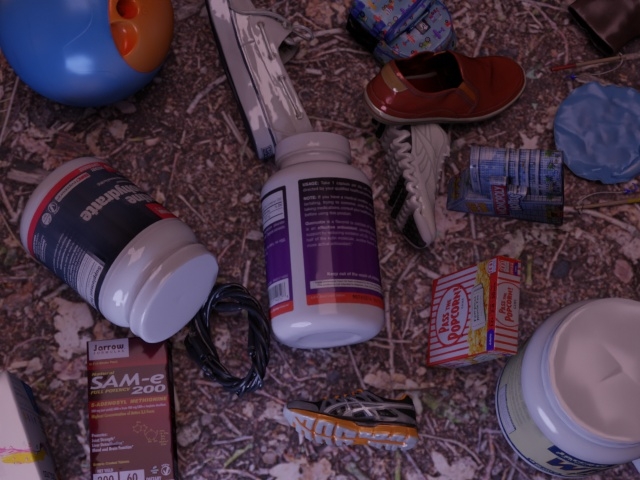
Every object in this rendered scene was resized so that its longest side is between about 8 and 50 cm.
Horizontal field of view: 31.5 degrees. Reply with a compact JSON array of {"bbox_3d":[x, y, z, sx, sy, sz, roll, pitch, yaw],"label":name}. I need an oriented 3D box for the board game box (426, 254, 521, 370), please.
[{"bbox_3d":[0.237,0.116,1.764,0.045,0.193,0.147,13,71,-23],"label":"board game box"}]

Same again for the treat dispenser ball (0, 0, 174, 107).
[{"bbox_3d":[-0.381,-0.361,1.841,0.288,0.288,0.288,1,73,-2],"label":"treat dispenser ball"}]

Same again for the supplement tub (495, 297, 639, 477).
[{"bbox_3d":[0.397,0.218,1.668,0.235,0.325,0.235,0,73,-1],"label":"supplement tub"}]

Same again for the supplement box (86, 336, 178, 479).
[{"bbox_3d":[-0.292,0.273,1.762,0.130,0.073,0.239,-5,72,-3],"label":"supplement box"}]

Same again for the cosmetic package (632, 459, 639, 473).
[{"bbox_3d":[0.619,0.312,1.699,0.225,0.224,0.138,-28,75,-9],"label":"cosmetic package"}]

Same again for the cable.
[{"bbox_3d":[-0.134,0.156,1.774,0.184,0.047,0.150,45,109,33],"label":"cable"}]

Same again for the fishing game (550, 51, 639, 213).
[{"bbox_3d":[0.489,-0.185,1.946,0.189,0.041,0.264,-12,82,-4],"label":"fishing game"}]

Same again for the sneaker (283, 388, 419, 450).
[{"bbox_3d":[0.049,0.273,1.776,0.215,0.084,0.083,9,60,-3],"label":"sneaker"}]

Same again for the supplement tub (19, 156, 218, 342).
[{"bbox_3d":[-0.313,0.013,1.758,0.272,0.191,0.191,36,75,20],"label":"supplement tub"}]

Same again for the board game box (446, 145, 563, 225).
[{"bbox_3d":[0.299,-0.088,1.853,0.194,0.194,0.060,3,71,14],"label":"board game box"}]

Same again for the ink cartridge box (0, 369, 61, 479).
[{"bbox_3d":[-0.490,0.341,1.683,0.168,0.171,0.232,-21,75,-8],"label":"ink cartridge box"}]

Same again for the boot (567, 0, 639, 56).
[{"bbox_3d":[0.519,-0.468,2.005,0.207,0.090,0.248,-33,80,-13],"label":"boot"}]

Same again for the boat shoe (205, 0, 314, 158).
[{"bbox_3d":[-0.090,-0.329,1.922,0.156,0.136,0.367,-18,77,-7],"label":"boat shoe"}]

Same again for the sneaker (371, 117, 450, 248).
[{"bbox_3d":[0.166,-0.128,1.884,0.118,0.110,0.292,-2,68,-15],"label":"sneaker"}]

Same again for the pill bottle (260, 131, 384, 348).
[{"bbox_3d":[0.000,0.000,1.798,0.181,0.181,0.323,-3,73,-3],"label":"pill bottle"}]

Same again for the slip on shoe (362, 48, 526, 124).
[{"bbox_3d":[0.222,-0.264,1.881,0.331,0.101,0.123,-11,60,-33],"label":"slip on shoe"}]

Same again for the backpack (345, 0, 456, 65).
[{"bbox_3d":[0.150,-0.371,1.953,0.158,0.117,0.173,-41,81,-12],"label":"backpack"}]
